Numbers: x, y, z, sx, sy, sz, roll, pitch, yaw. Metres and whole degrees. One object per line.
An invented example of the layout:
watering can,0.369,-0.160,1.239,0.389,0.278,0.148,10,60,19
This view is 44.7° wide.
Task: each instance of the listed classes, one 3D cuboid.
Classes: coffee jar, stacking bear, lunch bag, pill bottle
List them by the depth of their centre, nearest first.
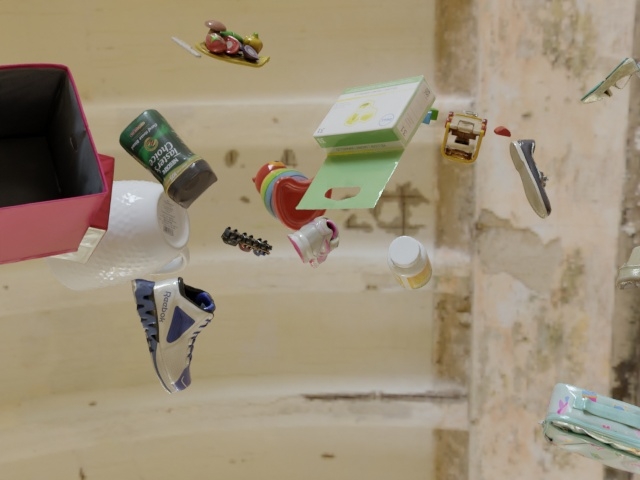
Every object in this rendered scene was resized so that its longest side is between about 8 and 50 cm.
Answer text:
coffee jar,-0.276,-0.148,1.419,0.096,0.184,0.079,-44,-16,-4
lunch bag,0.612,0.408,1.665,0.224,0.279,0.108,65,-137,-62
pill bottle,0.257,0.062,2.257,0.208,0.117,0.118,54,-142,-65
stacking bear,-0.107,-0.148,2.281,0.289,0.175,0.164,-139,50,-58

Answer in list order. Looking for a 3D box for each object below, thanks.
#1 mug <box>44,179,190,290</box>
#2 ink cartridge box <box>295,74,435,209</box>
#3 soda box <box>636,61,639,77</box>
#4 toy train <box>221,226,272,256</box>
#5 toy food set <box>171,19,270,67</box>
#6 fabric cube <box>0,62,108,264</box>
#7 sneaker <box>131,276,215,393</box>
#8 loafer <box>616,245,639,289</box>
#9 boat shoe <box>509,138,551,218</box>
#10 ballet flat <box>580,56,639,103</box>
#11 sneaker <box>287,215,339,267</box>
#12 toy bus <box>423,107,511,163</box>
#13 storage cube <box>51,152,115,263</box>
mug,-0.510,-0.003,2.116,0.374,0.327,0.276,49,-144,-52
ink cartridge box,0.060,-0.153,1.225,0.056,0.171,0.235,52,-124,-33
soda box,0.914,-0.360,1.944,0.286,0.098,0.091,40,-168,-24
toy train,-0.146,0.007,1.552,0.036,0.027,0.158,-52,-31,10
toy food set,-0.209,-0.451,1.759,0.128,0.217,0.071,45,124,44
fabric cube,-0.546,-0.122,1.341,0.258,0.254,0.259,-41,66,55
sneaker,-0.336,0.220,1.915,0.127,0.182,0.316,-114,11,-64
loafer,0.736,0.057,1.759,0.268,0.101,0.092,-3,-96,-53
boat shoe,0.522,-0.154,1.874,0.075,0.064,0.206,97,156,-72
ballet flat,0.723,-0.385,1.943,0.057,0.052,0.168,-35,-9,-44
sneaker,0.000,0.000,1.941,0.103,0.111,0.252,58,-175,3
toy bus,0.350,-0.251,1.915,0.191,0.202,0.105,37,122,50
storage cube,-0.584,-0.084,1.750,0.215,0.183,0.193,-40,45,49
